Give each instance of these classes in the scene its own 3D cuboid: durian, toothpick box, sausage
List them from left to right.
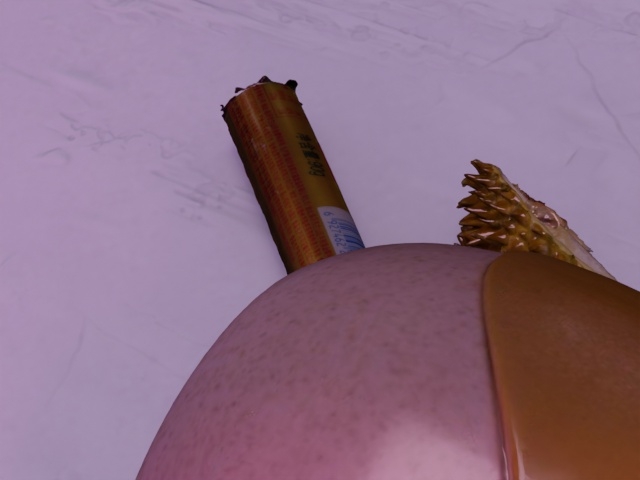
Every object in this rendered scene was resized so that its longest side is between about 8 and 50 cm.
[{"bbox_3d":[0.000,0.000,1.380,0.082,0.082,0.372,-19,49,-5],"label":"sausage"},{"bbox_3d":[0.123,0.223,0.932,0.425,0.409,0.409,23,58,21],"label":"toothpick box"},{"bbox_3d":[0.181,0.037,1.313,0.139,0.144,0.252,4,29,-36],"label":"durian"}]
